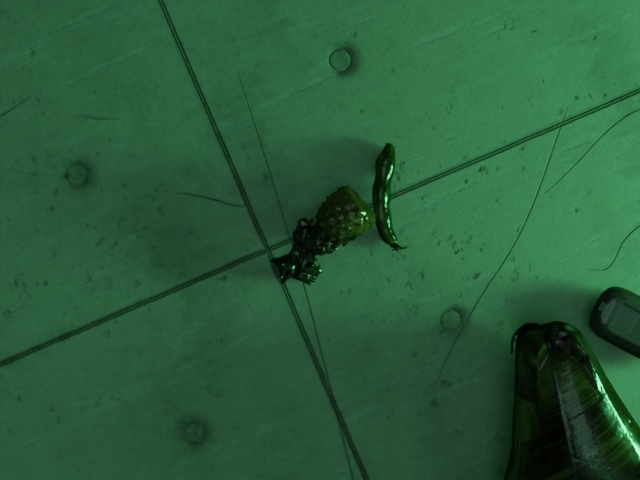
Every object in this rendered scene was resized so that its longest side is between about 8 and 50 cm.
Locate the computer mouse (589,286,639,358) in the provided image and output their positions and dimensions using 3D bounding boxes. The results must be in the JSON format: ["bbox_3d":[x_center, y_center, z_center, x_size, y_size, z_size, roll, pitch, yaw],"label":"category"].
[{"bbox_3d":[0.676,0.184,1.698,0.232,0.057,0.120,26,93,-6],"label":"computer mouse"}]

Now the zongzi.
[{"bbox_3d":[0.417,0.408,1.648,0.432,0.208,0.403,-30,91,11],"label":"zongzi"}]

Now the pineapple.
[{"bbox_3d":[0.000,0.000,1.639,0.237,0.111,0.119,-41,65,9],"label":"pineapple"}]

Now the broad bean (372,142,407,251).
[{"bbox_3d":[0.137,-0.088,1.666,0.069,0.039,0.227,-10,98,-27],"label":"broad bean"}]
